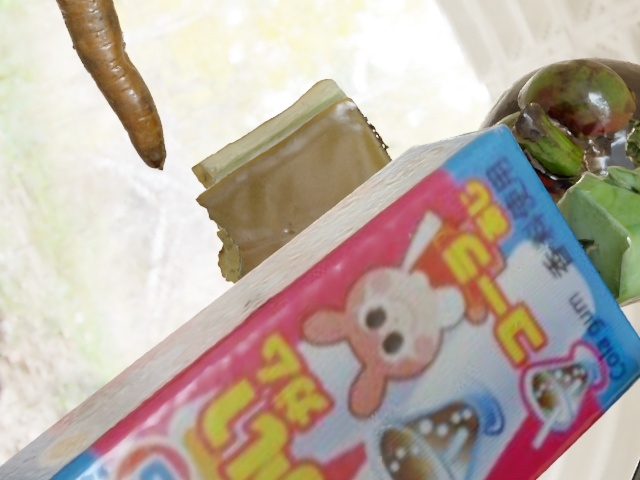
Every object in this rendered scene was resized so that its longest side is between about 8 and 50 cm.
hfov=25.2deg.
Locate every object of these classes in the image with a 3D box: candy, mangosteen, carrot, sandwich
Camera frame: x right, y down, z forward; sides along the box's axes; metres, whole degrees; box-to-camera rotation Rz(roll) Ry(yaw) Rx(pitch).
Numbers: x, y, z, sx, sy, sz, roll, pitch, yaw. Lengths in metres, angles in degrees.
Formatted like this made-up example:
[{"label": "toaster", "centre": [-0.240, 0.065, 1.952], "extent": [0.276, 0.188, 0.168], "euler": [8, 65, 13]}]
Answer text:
[{"label": "candy", "centre": [0.005, 0.091, 0.705], "extent": [0.157, 0.306, 0.100], "euler": [57, -21, -11]}, {"label": "mangosteen", "centre": [0.318, -0.076, 1.675], "extent": [0.306, 0.306, 0.359], "euler": [62, 1, 18]}, {"label": "carrot", "centre": [-0.130, -0.115, 0.866], "extent": [0.036, 0.036, 0.165], "euler": [-144, -148, -71]}, {"label": "sandwich", "centre": [0.000, 0.000, 1.248], "extent": [0.220, 0.186, 0.108], "euler": [55, 2, -21]}]

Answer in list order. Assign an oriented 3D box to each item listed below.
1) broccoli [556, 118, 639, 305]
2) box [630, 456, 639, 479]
[{"label": "broccoli", "centre": [0.246, -0.039, 0.829], "extent": [0.269, 0.269, 0.254], "euler": [141, -73, -80]}, {"label": "box", "centre": [0.201, 0.096, 0.647], "extent": [0.089, 0.122, 0.062], "euler": [-10, -49, 48]}]
